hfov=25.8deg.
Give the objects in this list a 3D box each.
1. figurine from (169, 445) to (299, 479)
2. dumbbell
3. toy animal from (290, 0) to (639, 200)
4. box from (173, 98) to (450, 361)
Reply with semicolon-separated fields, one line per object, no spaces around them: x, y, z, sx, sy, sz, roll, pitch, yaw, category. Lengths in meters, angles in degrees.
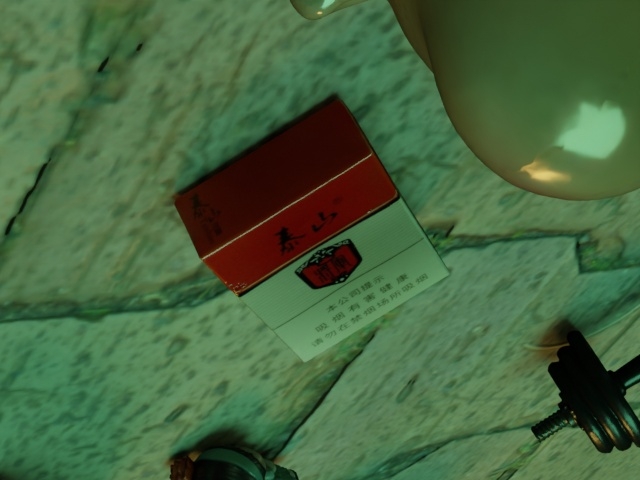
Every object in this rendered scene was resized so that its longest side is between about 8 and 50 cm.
-0.053;0.162;0.937;0.060;0.047;0.106;5;168;26;figurine
0.243;0.085;1.009;0.208;0.099;0.099;-34;149;6;dumbbell
0.114;-0.108;0.487;0.247;0.277;0.345;-33;155;33;toy animal
0.000;0.000;0.739;0.100;0.048;0.152;-33;151;3;box
